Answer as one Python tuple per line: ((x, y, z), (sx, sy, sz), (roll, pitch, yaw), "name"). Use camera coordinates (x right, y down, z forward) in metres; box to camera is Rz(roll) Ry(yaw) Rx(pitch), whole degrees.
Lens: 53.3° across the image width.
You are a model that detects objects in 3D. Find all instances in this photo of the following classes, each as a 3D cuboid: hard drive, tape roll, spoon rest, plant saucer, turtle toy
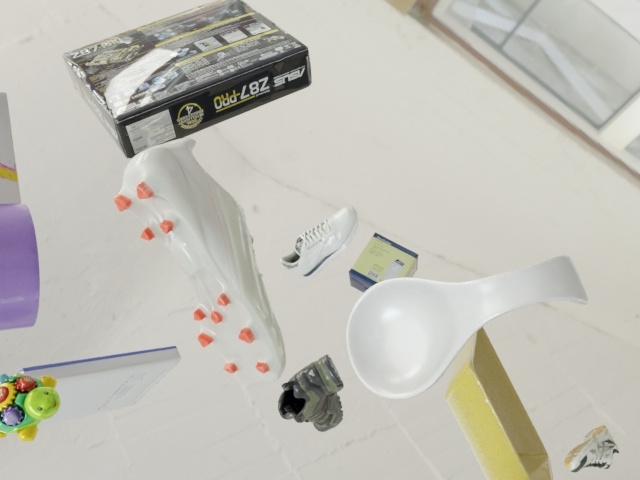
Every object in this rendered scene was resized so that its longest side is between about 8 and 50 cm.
((-0.451, 0.284, 1.217), (0.319, 0.210, 0.040), (1, -127, -52), "hard drive")
((-0.475, 0.039, 0.941), (0.080, 0.189, 0.189), (-4, -126, -35), "tape roll")
((0.141, 0.085, 0.700), (0.084, 0.276, 0.137), (16, -127, -55), "spoon rest")
((0.325, 0.338, 1.181), (0.332, 0.081, 0.333), (63, -163, 1), "plant saucer")
((-0.413, 0.225, 0.885), (0.130, 0.066, 0.095), (0, -122, 19), "turtle toy")

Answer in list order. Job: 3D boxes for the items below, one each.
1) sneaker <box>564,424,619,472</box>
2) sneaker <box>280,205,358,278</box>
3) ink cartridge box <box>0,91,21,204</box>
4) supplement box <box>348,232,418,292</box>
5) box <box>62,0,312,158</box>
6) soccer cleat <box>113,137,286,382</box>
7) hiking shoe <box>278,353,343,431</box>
((0.293, 0.229, 0.680), (0.083, 0.032, 0.037), (-19, -110, -38), "sneaker")
((0.000, 0.000, 1.598), (0.095, 0.235, 0.090), (28, -156, -30), "sneaker")
((-0.646, -0.099, 1.084), (0.197, 0.198, 0.270), (-3, -104, -44), "ink cartridge box")
((0.102, 0.048, 1.029), (0.083, 0.056, 0.083), (28, -111, 19), "supplement box")
((-0.265, -0.340, 1.258), (0.395, 0.097, 0.318), (-28, -129, -20), "box")
((-0.070, 0.017, 0.466), (0.076, 0.068, 0.196), (-48, -62, -44), "soccer cleat")
((-0.024, 0.285, 1.145), (0.114, 0.227, 0.086), (-17, -129, -13), "hiking shoe")
